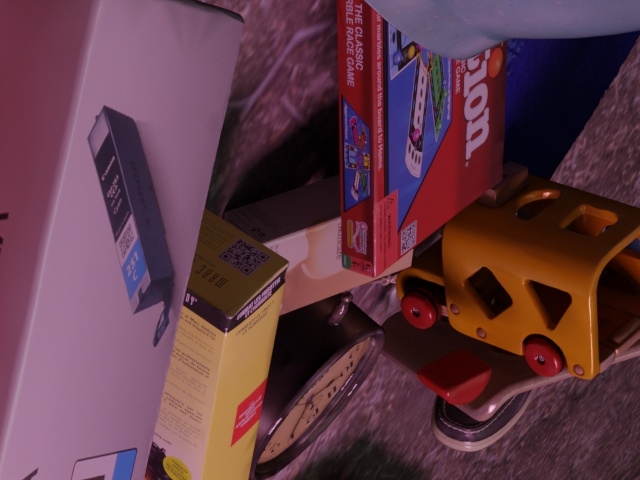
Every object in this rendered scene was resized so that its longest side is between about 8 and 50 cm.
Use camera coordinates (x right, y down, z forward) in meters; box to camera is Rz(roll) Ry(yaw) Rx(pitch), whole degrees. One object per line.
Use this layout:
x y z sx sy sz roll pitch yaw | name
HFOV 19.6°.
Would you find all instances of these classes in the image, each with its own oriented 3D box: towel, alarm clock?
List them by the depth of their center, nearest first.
-0.020 0.097 1.213 0.129 0.064 0.192 -46 162 -14 | alarm clock
0.168 -0.188 1.235 0.308 0.076 0.227 -60 156 0 | towel

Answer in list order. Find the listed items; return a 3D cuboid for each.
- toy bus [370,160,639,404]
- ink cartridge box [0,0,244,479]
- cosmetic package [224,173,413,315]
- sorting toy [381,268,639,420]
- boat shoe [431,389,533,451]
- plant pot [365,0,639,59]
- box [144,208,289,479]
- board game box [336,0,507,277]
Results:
0.124 0.005 1.189 0.191 0.202 0.104 -100 -177 -58 | toy bus
-0.142 0.032 0.748 0.261 0.066 0.296 1 103 -67 | ink cartridge box
0.000 0.000 1.099 0.115 0.041 0.060 -20 131 -29 | cosmetic package
0.156 0.036 1.334 0.229 0.307 0.041 -20 106 -14 | sorting toy
0.162 0.082 1.592 0.223 0.080 0.073 -51 153 -33 | boat shoe
0.085 -0.200 0.792 0.196 0.293 0.293 -37 167 23 | plant pot
-0.079 0.088 1.043 0.058 0.087 0.232 -39 151 -41 | box
0.059 -0.133 1.019 0.145 0.027 0.281 -37 135 -46 | board game box
